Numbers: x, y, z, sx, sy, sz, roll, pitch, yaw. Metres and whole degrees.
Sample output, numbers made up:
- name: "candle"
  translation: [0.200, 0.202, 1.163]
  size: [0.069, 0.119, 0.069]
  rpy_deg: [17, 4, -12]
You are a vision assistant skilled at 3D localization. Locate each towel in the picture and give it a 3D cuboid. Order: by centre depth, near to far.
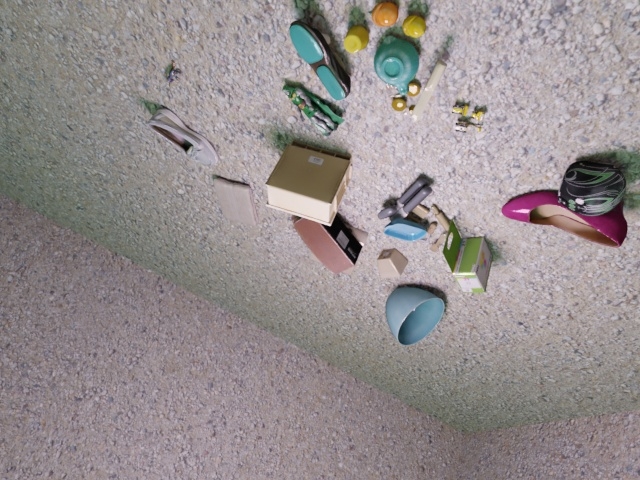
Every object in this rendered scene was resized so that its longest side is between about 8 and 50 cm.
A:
- name: "towel"
  translation: [-0.402, -0.183, 2.270]
  size: [0.187, 0.049, 0.282]
  rpy_deg: [15, 145, 12]

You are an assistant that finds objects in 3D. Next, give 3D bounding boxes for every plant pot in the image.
- name: "plant pot"
  translation: [0.320, 0.100, 2.158]
  size: [0.109, 0.109, 0.096]
  rpy_deg: [-10, 122, 41]
- name: "plant pot"
  translation: [0.432, 0.342, 2.310]
  size: [0.195, 0.290, 0.290]
  rpy_deg: [45, 166, 43]

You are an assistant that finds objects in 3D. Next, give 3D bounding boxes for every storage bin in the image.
- name: "storage bin"
  translation: [-0.040, -0.226, 1.776]
  size: [0.262, 0.260, 0.123]
  rpy_deg: [17, 148, 11]

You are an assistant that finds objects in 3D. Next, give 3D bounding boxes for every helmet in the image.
- name: "helmet"
  translation: [0.826, -0.155, 1.423]
  size: [0.161, 0.169, 0.169]
  rpy_deg: [21, 152, 39]

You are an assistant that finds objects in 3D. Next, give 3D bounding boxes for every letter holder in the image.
- name: "letter holder"
  translation: [0.000, 0.000, 2.069]
  size: [0.214, 0.152, 0.302]
  rpy_deg: [-29, 108, 33]

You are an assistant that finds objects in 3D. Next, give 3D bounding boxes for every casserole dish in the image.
- name: "casserole dish"
  translation: [0.342, -0.045, 1.903]
  size: [0.188, 0.037, 0.114]
  rpy_deg: [14, 150, -26]

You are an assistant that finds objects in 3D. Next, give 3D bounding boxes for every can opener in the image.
- name: "can opener"
  translation: [0.325, -0.139, 1.815]
  size: [0.074, 0.093, 0.280]
  rpy_deg: [63, 146, 13]

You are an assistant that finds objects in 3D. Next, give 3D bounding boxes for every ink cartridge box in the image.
- name: "ink cartridge box"
  translation: [0.579, 0.058, 1.843]
  size: [0.097, 0.189, 0.255]
  rpy_deg: [-3, 138, 38]

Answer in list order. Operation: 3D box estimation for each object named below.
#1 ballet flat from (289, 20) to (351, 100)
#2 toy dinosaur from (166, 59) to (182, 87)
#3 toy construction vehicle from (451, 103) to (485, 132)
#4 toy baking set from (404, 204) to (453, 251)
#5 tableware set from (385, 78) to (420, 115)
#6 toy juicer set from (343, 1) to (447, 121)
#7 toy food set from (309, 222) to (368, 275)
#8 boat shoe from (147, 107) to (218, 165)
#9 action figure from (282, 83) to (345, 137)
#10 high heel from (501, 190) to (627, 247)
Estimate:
- name: "ballet flat"
  translation: [0.005, -0.556, 1.427]
  size: [0.095, 0.096, 0.280]
  rpy_deg: [-1, 141, 40]
- name: "toy dinosaur"
  translation: [-0.554, -0.625, 1.767]
  size: [0.082, 0.047, 0.090]
  rpy_deg: [6, 111, 41]
- name: "toy construction vehicle"
  translation: [0.454, -0.379, 1.454]
  size: [0.098, 0.035, 0.086]
  rpy_deg: [11, 134, 15]
- name: "toy baking set"
  translation: [0.444, -0.056, 1.922]
  size: [0.256, 0.030, 0.196]
  rpy_deg: [46, 148, -20]
- name: "tableware set"
  translation: [0.264, -0.460, 1.468]
  size: [0.104, 0.024, 0.154]
  rpy_deg: [1, 139, 27]
- name: "toy juicer set"
  translation: [0.240, -0.528, 1.337]
  size: [0.329, 0.089, 0.209]
  rpy_deg: [42, 131, -11]
- name: "toy food set"
  translation: [0.083, 0.028, 2.236]
  size: [0.219, 0.092, 0.306]
  rpy_deg: [22, 139, 4]
- name: "boat shoe"
  translation: [-0.580, -0.419, 1.995]
  size: [0.118, 0.103, 0.320]
  rpy_deg: [-17, 129, 46]
- name: "action figure"
  translation: [-0.039, -0.458, 1.635]
  size: [0.232, 0.063, 0.137]
  rpy_deg: [38, 148, -15]
- name: "high heel"
  translation: [0.784, -0.063, 1.545]
  size: [0.377, 0.181, 0.127]
  rpy_deg: [-2, 139, 35]
